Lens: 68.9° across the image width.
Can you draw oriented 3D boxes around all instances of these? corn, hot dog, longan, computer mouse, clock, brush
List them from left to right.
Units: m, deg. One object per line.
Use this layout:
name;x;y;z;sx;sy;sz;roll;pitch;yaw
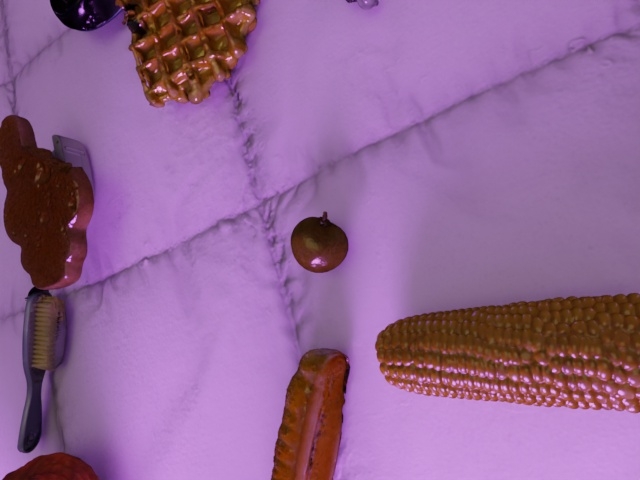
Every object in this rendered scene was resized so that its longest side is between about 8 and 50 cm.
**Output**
brush;-0.485;0.228;0.825;0.060;0.068;0.297;5;91;5
clock;-0.502;-0.090;0.858;0.191;0.062;0.152;-26;74;23
computer mouse;-0.386;-0.479;0.823;0.137;0.096;0.233;47;110;29
hot dog;-0.025;0.273;0.577;0.068;0.083;0.289;14;91;46
longan;0.000;0.000;0.590;0.075;0.075;0.083;35;129;25
corn;0.204;0.111;0.467;0.305;0.106;0.106;-9;81;30

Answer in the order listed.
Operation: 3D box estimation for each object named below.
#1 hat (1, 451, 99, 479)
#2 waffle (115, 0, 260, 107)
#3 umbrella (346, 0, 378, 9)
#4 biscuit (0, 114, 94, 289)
hat;-0.375;0.525;0.676;0.285;0.285;0.400;-35;98;19
waffle;-0.221;-0.360;0.728;0.283;0.065;0.310;24;92;15
umbrella;0.046;-0.369;0.619;0.067;0.062;0.144;-13;76;-6
biscuit;-0.463;-0.074;0.777;0.183;0.047;0.320;-42;73;14
